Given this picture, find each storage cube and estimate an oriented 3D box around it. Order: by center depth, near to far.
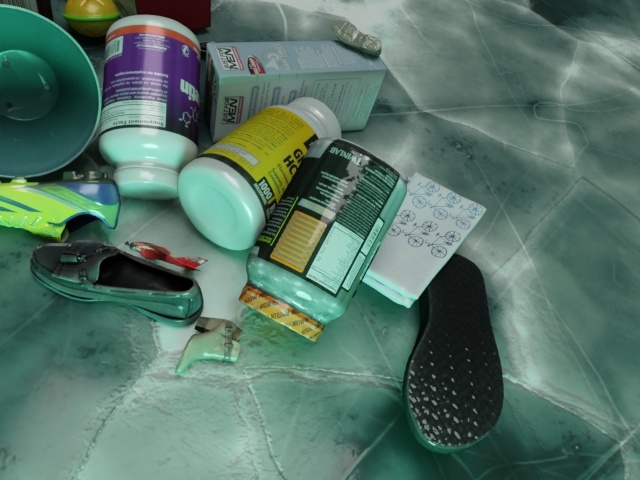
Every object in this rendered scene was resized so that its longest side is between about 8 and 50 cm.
[{"bbox_3d":[-0.390,-0.618,1.362,0.193,0.215,0.184,-27,67,-23],"label":"storage cube"}]

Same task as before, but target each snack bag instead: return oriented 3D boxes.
[{"bbox_3d":[0.122,-0.051,1.166,0.342,0.037,0.323,30,52,22],"label":"snack bag"}]

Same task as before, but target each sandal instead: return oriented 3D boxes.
[{"bbox_3d":[0.233,0.199,1.031,0.167,0.107,0.446,20,40,0],"label":"sandal"}]

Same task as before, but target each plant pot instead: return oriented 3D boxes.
[{"bbox_3d":[-0.564,-0.278,1.057,0.290,0.290,0.195,-7,21,-20],"label":"plant pot"}]

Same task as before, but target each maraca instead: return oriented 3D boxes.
[{"bbox_3d":[-0.537,-0.533,1.332,0.127,0.099,0.186,-10,32,-24],"label":"maraca"}]

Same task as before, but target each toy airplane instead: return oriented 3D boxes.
[{"bbox_3d":[-0.271,0.027,1.001,0.151,0.151,0.028,16,83,-4],"label":"toy airplane"}]

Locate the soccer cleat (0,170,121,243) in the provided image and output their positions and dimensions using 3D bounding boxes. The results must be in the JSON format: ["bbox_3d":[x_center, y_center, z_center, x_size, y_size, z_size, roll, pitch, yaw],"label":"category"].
[{"bbox_3d":[-0.493,-0.051,0.986,0.289,0.093,0.121,-6,93,-1],"label":"soccer cleat"}]

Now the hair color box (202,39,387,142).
[{"bbox_3d":[-0.062,-0.333,1.261,0.374,0.185,0.114,-10,58,-22],"label":"hair color box"}]

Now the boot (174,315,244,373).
[{"bbox_3d":[-0.180,0.182,0.953,0.087,0.042,0.118,25,59,-7],"label":"boot"}]

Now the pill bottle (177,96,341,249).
[{"bbox_3d":[-0.102,-0.146,1.111,0.188,0.188,0.334,34,51,10],"label":"pill bottle"}]

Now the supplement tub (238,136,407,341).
[{"bbox_3d":[0.000,0.000,0.981,0.193,0.193,0.316,28,81,5],"label":"supplement tub"}]

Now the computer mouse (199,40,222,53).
[{"bbox_3d":[-0.297,-0.387,1.318,0.184,0.060,0.262,0,44,-11],"label":"computer mouse"}]

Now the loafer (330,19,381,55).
[{"bbox_3d":[0.077,-0.435,1.239,0.125,0.039,0.045,32,84,15],"label":"loafer"}]

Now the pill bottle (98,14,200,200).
[{"bbox_3d":[-0.325,-0.248,1.093,0.181,0.181,0.323,2,78,-14],"label":"pill bottle"}]

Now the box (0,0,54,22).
[{"bbox_3d":[-0.789,-0.644,1.312,0.191,0.143,0.381,-24,66,-28],"label":"box"}]

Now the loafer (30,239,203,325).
[{"bbox_3d":[-0.341,0.053,0.963,0.302,0.095,0.109,18,52,-3],"label":"loafer"}]
